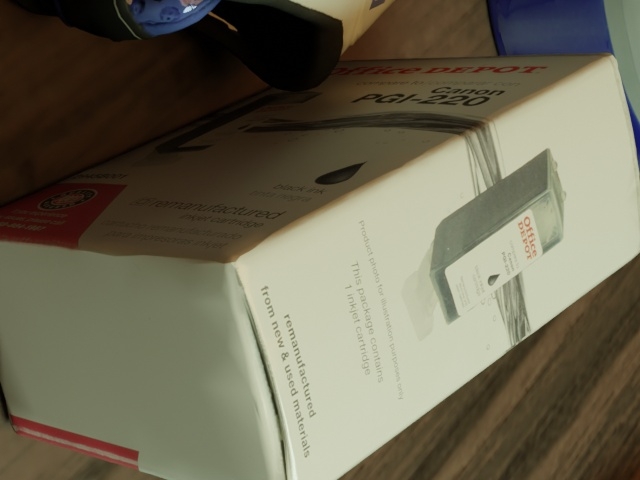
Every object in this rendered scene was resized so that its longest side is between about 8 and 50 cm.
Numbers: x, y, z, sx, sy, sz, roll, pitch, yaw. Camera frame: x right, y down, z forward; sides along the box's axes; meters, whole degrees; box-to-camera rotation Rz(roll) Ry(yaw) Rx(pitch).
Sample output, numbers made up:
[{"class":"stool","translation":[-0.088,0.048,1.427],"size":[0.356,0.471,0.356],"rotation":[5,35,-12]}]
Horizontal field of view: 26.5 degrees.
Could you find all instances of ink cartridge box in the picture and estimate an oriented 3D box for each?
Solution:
[{"class":"ink cartridge box","translation":[0.000,0.000,0.522],"size":[0.218,0.159,0.092],"rotation":[-28,114,-41]}]

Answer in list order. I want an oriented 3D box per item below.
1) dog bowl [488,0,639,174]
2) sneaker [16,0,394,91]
[{"class":"dog bowl","translation":[0.210,-0.163,0.762],"size":[0.265,0.104,0.264],"rotation":[-7,100,-45]},{"class":"sneaker","translation":[-0.047,-0.172,0.476],"size":[0.182,0.127,0.315],"rotation":[-56,132,-29]}]
